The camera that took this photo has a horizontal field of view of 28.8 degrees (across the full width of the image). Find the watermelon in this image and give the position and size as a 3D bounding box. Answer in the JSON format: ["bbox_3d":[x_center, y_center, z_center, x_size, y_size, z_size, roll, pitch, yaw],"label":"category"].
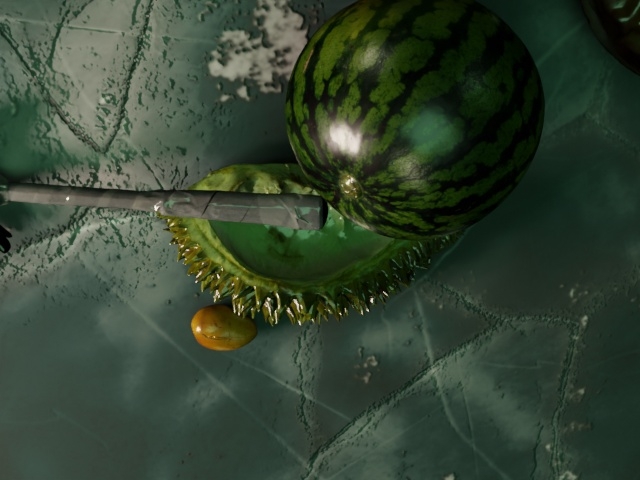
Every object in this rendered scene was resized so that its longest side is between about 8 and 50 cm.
[{"bbox_3d":[0.102,-0.142,1.376,0.285,0.285,0.285,-6,118,-12],"label":"watermelon"}]

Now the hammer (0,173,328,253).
[{"bbox_3d":[-0.204,-0.053,1.418,0.426,0.044,0.152,2,119,3],"label":"hammer"}]

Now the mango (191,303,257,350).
[{"bbox_3d":[-0.121,0.112,1.582,0.089,0.046,0.060,9,111,-24],"label":"mango"}]

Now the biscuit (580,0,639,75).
[{"bbox_3d":[0.456,-0.308,1.480,0.366,0.115,0.268,16,110,-20],"label":"biscuit"}]

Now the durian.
[{"bbox_3d":[-0.002,0.003,1.545,0.394,0.163,0.198,-9,78,-14],"label":"durian"}]
